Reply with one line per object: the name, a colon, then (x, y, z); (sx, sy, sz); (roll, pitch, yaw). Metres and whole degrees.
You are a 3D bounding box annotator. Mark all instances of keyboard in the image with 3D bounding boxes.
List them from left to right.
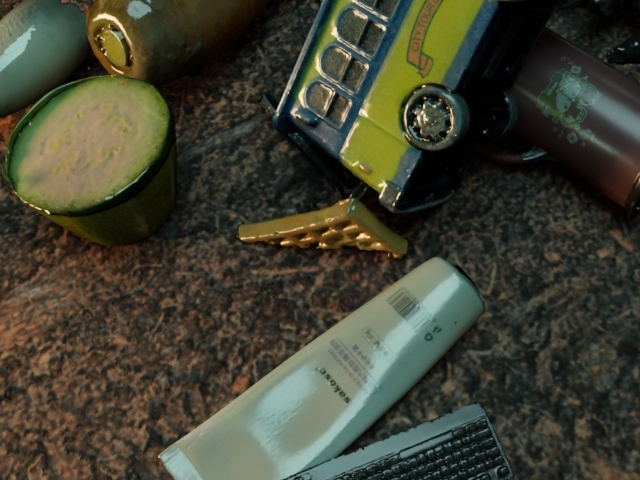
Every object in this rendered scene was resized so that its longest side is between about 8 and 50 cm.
keyboard: (0.063, 0.203, 0.741); (0.197, 0.015, 0.074); (-19, 78, -10)

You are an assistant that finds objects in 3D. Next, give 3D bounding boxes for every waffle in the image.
waffle: (0.000, 0.000, 0.878); (0.153, 0.097, 0.023); (-12, 55, 35)

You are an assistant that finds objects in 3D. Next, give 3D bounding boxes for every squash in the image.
squash: (-0.217, -0.072, 0.874); (0.170, 0.122, 0.170); (-2, 60, 3)

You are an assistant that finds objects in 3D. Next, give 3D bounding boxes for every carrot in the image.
carrot: (-0.125, -0.283, 0.990); (0.139, 0.138, 0.302); (37, 63, 22)

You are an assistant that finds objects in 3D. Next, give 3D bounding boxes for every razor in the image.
razor: (-0.012, -0.093, 0.929); (0.066, 0.033, 0.190); (-52, 57, 22)

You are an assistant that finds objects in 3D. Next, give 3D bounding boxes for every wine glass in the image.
wine glass: (-0.441, -0.189, 0.956); (0.264, 0.096, 0.309); (32, 66, 9)

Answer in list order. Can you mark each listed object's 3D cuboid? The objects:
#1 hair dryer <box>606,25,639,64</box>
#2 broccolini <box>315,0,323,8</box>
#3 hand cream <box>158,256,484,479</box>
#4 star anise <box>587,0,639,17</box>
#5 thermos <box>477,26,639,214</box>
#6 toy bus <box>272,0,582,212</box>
hair dryer: (0.444, -0.216, 0.896); (0.352, 0.107, 0.189); (-21, 58, -18)
broccolini: (0.083, -0.354, 1.061); (0.071, 0.058, 0.254); (41, 68, -18)
hand cream: (0.013, 0.129, 0.782); (0.321, 0.067, 0.109); (-38, 65, -12)
star anise: (0.327, -0.322, 1.002); (0.197, 0.073, 0.212); (22, 54, 25)
thermos: (0.213, -0.154, 0.912); (0.330, 0.136, 0.110); (40, 42, 23)
toy bus: (0.106, -0.199, 0.814); (0.190, 0.312, 0.152); (37, 28, 22)
